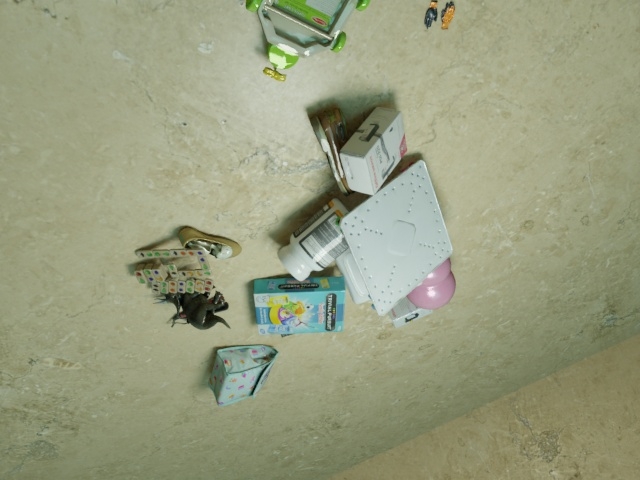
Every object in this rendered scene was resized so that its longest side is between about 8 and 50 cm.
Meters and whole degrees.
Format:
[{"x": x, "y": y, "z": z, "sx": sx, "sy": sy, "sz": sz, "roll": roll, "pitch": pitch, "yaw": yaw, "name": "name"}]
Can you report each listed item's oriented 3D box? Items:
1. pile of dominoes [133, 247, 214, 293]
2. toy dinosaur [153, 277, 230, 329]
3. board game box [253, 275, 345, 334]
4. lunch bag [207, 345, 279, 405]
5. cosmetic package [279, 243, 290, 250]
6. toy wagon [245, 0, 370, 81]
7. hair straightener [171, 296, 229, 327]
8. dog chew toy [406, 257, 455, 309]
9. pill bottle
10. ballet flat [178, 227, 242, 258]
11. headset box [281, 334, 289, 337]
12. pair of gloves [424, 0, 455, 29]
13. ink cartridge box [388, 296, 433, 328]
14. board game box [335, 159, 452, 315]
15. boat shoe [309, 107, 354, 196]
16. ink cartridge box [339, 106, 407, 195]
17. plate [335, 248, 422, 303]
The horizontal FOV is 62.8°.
[{"x": -0.477, "y": 0.114, "z": 1.715, "sx": 0.252, "sy": 0.040, "sz": 0.195, "roll": -2, "pitch": 129, "yaw": 12, "name": "pile of dominoes"}, {"x": -0.415, "y": 0.236, "z": 1.817, "sx": 0.160, "sy": 0.314, "sz": 0.121, "roll": -56, "pitch": 159, "yaw": 2, "name": "toy dinosaur"}, {"x": -0.078, "y": 0.253, "z": 2.005, "sx": 0.337, "sy": 0.079, "sz": 0.253, "roll": -2, "pitch": 134, "yaw": -2, "name": "board game box"}, {"x": -0.314, "y": 0.557, "z": 2.205, "sx": 0.263, "sy": 0.160, "sz": 0.223, "roll": -4, "pitch": 131, "yaw": -34, "name": "lunch bag"}, {"x": -0.094, "y": 0.063, "z": 1.890, "sx": 0.060, "sy": 0.041, "sz": 0.115, "roll": -29, "pitch": 136, "yaw": 5, "name": "cosmetic package"}, {"x": -0.048, "y": -0.558, "z": 1.287, "sx": 0.267, "sy": 0.068, "sz": 0.344, "roll": 14, "pitch": 126, "yaw": -32, "name": "toy wagon"}, {"x": -0.447, "y": 0.282, "z": 1.958, "sx": 0.231, "sy": 0.047, "sz": 0.089, "roll": -24, "pitch": 136, "yaw": 2, "name": "hair straightener"}, {"x": 0.417, "y": 0.112, "z": 2.039, "sx": 0.207, "sy": 0.206, "sz": 0.331, "roll": -18, "pitch": 129, "yaw": -5, "name": "dog chew toy"}, {"x": 0.000, "y": 0.000, "z": 1.758, "sx": 0.278, "sy": 0.162, "sz": 0.162, "roll": -40, "pitch": 134, "yaw": 8, "name": "pill bottle"}, {"x": -0.360, "y": 0.027, "z": 1.726, "sx": 0.232, "sy": 0.073, "sz": 0.080, "roll": 19, "pitch": 122, "yaw": -35, "name": "ballet flat"}, {"x": -0.140, "y": 0.359, "z": 2.167, "sx": 0.062, "sy": 0.032, "sz": 0.083, "roll": -16, "pitch": 135, "yaw": -7, "name": "headset box"}, {"x": 0.324, "y": -0.610, "z": 1.424, "sx": 0.083, "sy": 0.010, "sz": 0.074, "roll": -4, "pitch": 134, "yaw": -17, "name": "pair of gloves"}, {"x": 0.367, "y": 0.275, "z": 2.220, "sx": 0.175, "sy": 0.127, "sz": 0.072, "roll": -24, "pitch": 139, "yaw": 3, "name": "ink cartridge box"}, {"x": 0.257, "y": -0.011, "z": 1.754, "sx": 0.390, "sy": 0.050, "sz": 0.389, "roll": -37, "pitch": 119, "yaw": -23, "name": "board game box"}, {"x": 0.069, "y": -0.259, "z": 1.591, "sx": 0.105, "sy": 0.110, "sz": 0.307, "roll": -24, "pitch": 137, "yaw": 4, "name": "boat shoe"}, {"x": 0.161, "y": -0.266, "z": 1.555, "sx": 0.218, "sy": 0.092, "sz": 0.158, "roll": -51, "pitch": 143, "yaw": -25, "name": "ink cartridge box"}, {"x": 0.205, "y": 0.099, "z": 1.932, "sx": 0.278, "sy": 0.045, "sz": 0.277, "roll": -18, "pitch": 113, "yaw": 15, "name": "plate"}]
